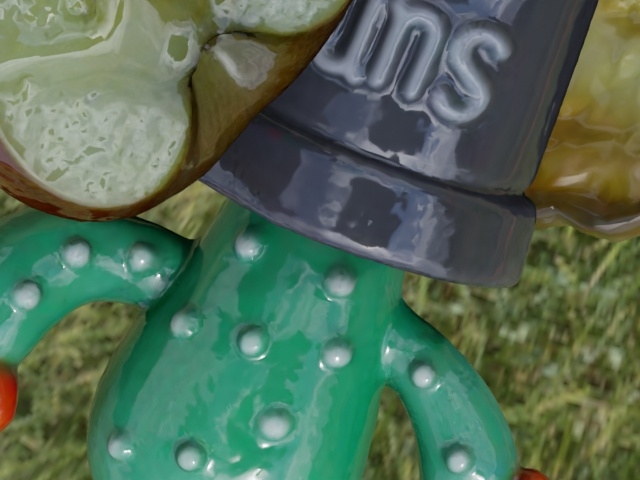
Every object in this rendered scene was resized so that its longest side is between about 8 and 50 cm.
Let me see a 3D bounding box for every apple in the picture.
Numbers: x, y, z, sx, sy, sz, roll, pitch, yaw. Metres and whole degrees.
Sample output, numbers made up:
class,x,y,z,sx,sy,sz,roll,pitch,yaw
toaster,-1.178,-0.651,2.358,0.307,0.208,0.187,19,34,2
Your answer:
class,x,y,z,sx,sy,sz,roll,pitch,yaw
apple,-0.074,-0.110,0.734,0.173,0.160,0.195,43,94,-20

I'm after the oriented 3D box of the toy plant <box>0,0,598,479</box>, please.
class,x,y,z,sx,sy,sz,roll,pitch,yaw
toy plant,-0.012,-0.004,0.893,0.279,0.185,0.400,16,103,-26

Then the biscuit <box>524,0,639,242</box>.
class,x,y,z,sx,sy,sz,roll,pitch,yaw
biscuit,0.183,-0.167,1.059,0.329,0.078,0.335,-15,72,10
